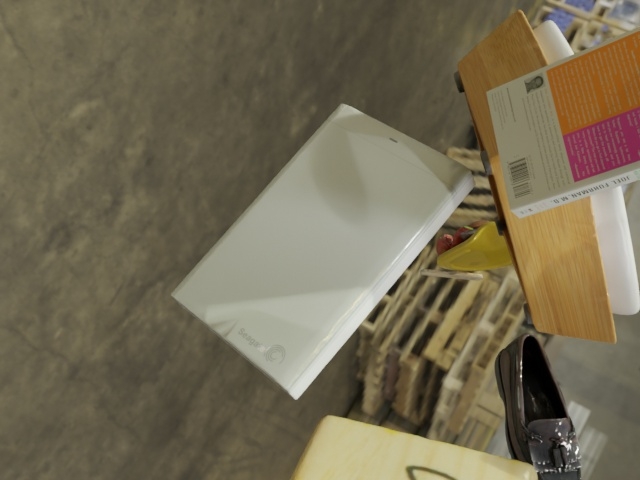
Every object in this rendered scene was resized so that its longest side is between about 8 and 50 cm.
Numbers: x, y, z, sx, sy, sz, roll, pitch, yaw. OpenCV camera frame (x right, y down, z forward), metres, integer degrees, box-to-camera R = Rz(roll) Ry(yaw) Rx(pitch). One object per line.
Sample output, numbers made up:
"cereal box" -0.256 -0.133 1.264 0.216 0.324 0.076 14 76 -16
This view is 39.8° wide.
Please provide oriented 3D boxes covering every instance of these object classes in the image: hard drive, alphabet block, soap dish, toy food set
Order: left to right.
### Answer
"hard drive" 0.000 0.000 0.991 0.307 0.203 0.040 -49 144 -11
"alphabet block" 0.055 0.288 0.694 0.197 0.192 0.193 -59 155 -52
"toy food set" 0.233 -0.004 1.284 0.218 0.128 0.071 143 -52 -63
"soap dish" 0.235 -0.060 0.927 0.229 0.118 0.291 -94 164 -50

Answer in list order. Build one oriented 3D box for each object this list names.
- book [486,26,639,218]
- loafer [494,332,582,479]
"book" 0.190 -0.082 0.596 0.035 0.144 0.096 27 51 -53
"loafer" 0.369 0.297 1.489 0.095 0.109 0.303 107 -23 -51
